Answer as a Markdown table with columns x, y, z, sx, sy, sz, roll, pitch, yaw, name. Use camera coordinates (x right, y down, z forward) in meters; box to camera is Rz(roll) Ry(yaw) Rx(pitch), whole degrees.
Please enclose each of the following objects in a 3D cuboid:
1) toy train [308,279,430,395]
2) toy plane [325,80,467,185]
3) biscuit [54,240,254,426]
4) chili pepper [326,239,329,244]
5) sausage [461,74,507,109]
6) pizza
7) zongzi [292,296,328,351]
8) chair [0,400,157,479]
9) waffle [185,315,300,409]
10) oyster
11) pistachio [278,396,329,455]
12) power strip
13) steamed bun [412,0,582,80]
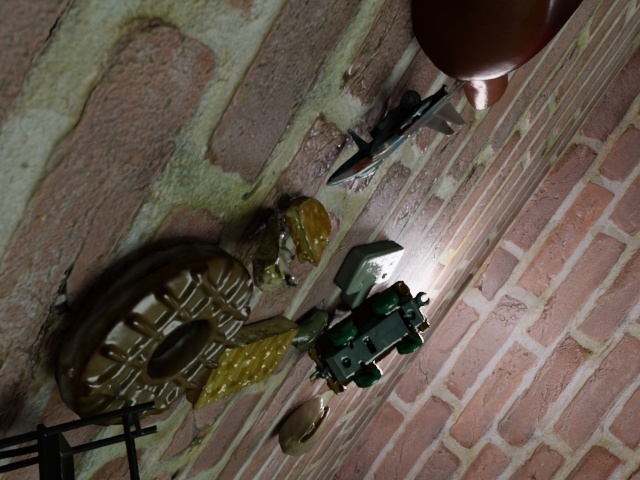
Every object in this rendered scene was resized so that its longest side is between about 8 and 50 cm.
| x | y | z | sx | sy | sz | roll | pitch | yaw | name |
| --- | --- | --- | --- | --- | --- | --- | --- | --- | --- |
| 0.132 | 0.273 | 1.542 | 0.429 | 0.178 | 0.249 | -32 | -174 | -16 | toy train |
| 0.135 | -0.204 | 1.013 | 0.326 | 0.104 | 0.223 | -28 | 177 | -14 | toy plane |
| -0.242 | 0.145 | 0.820 | 0.332 | 0.103 | 0.332 | -42 | 154 | -26 | biscuit |
| 0.001 | 0.001 | 1.163 | 0.030 | 0.017 | 0.083 | -56 | 156 | 10 | chili pepper |
| 0.366 | -0.393 | 1.181 | 0.114 | 0.113 | 0.259 | -55 | 157 | 4 | sausage |
| -0.027 | -0.018 | 1.005 | 0.175 | 0.046 | 0.134 | 38 | 53 | -63 | pizza |
| -0.030 | 0.204 | 1.348 | 0.154 | 0.062 | 0.130 | -56 | 145 | -8 | zongzi |
| -0.344 | 0.321 | 0.700 | 0.260 | 0.142 | 0.155 | -9 | 149 | -21 | chair |
| -0.169 | 0.261 | 1.162 | 0.274 | 0.057 | 0.168 | -7 | 129 | -58 | waffle |
| -0.081 | 0.027 | 0.909 | 0.071 | 0.209 | 0.133 | -11 | 128 | -1 | oyster |
| -0.055 | 0.629 | 1.787 | 0.223 | 0.126 | 0.152 | -44 | -172 | -30 | pistachio |
| 0.129 | 0.098 | 1.475 | 0.265 | 0.059 | 0.194 | -11 | 132 | -57 | power strip |
| 0.308 | -0.439 | 0.843 | 0.235 | 0.248 | 0.379 | -44 | 153 | -20 | steamed bun |
